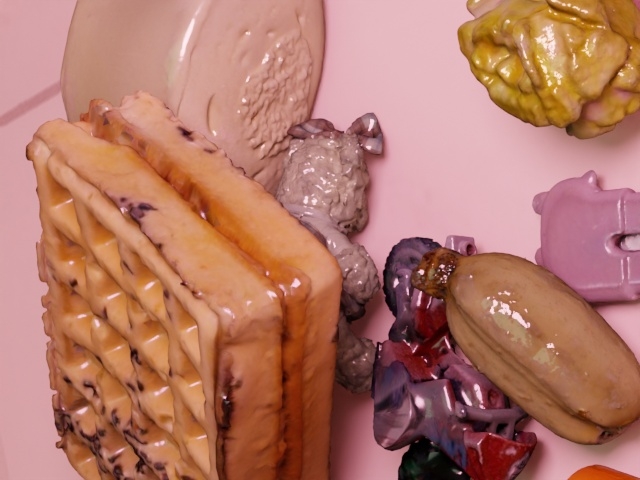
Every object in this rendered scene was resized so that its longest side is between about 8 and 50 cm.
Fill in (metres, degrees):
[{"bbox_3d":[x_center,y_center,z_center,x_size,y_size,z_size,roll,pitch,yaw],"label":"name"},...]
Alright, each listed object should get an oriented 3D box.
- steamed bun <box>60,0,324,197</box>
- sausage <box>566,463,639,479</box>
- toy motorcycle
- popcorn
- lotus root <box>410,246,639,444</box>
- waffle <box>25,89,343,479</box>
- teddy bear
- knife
[{"bbox_3d":[-0.114,-0.134,1.581,0.200,0.154,0.250,18,102,42],"label":"steamed bun"},{"bbox_3d":[0.283,0.223,1.244,0.312,0.093,0.093,15,101,43],"label":"sausage"},{"bbox_3d":[0.094,0.097,1.433,0.122,0.082,0.213,-14,77,40],"label":"toy motorcycle"},{"bbox_3d":[0.164,-0.133,1.335,0.126,0.125,0.145,-47,14,3],"label":"popcorn"},{"bbox_3d":[0.145,0.064,1.362,0.183,0.077,0.090,41,146,13],"label":"lotus root"},{"bbox_3d":[-0.106,0.096,1.496,0.261,0.114,0.376,40,146,31],"label":"waffle"},{"bbox_3d":[-0.014,0.007,1.517,0.133,0.111,0.213,5,94,45],"label":"teddy bear"},{"bbox_3d":[0.293,-0.005,1.271,0.398,0.038,0.132,-5,84,45],"label":"knife"}]
